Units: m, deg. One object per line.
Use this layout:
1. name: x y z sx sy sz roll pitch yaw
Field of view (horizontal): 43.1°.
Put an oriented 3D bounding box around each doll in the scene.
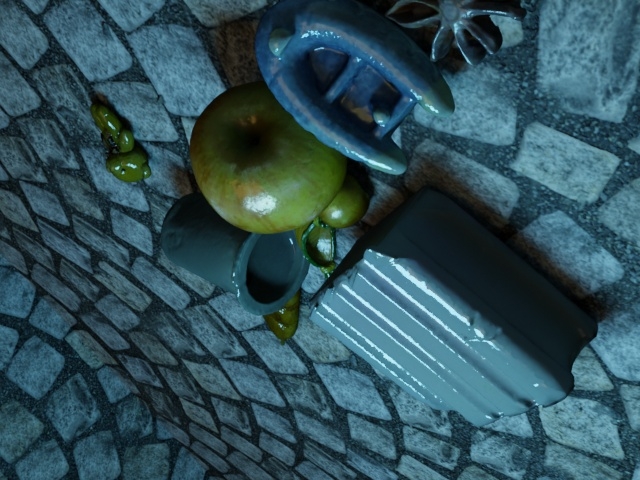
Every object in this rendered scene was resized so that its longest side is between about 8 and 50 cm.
1. doll: -0.482 -0.221 1.892 0.137 0.097 0.209 3 129 49

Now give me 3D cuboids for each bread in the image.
1. bread: -0.097 0.156 2.002 0.124 0.084 0.344 45 154 31

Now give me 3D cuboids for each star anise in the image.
1. star anise: 0.199 -0.347 1.091 0.198 0.111 0.257 45 143 17

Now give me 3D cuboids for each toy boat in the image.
1. toy boat: 0.038 -0.250 1.255 0.330 0.123 0.215 43 115 2
2. toy boat: 0.000 0.000 1.709 0.088 0.089 0.229 45 161 27

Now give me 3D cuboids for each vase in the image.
1. vase: -0.196 0.004 1.802 0.291 0.245 0.245 23 145 37

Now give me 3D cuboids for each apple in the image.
1. apple: -0.090 -0.148 1.452 0.286 0.286 0.233 22 167 23
2. apple: 0.043 -0.075 1.561 0.102 0.099 0.114 -35 138 22

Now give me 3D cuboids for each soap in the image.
1. soap: 0.243 0.141 1.544 0.435 0.213 0.350 39 145 -2
